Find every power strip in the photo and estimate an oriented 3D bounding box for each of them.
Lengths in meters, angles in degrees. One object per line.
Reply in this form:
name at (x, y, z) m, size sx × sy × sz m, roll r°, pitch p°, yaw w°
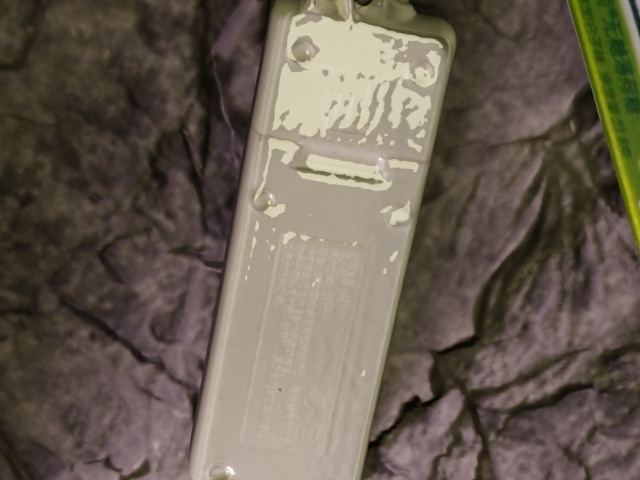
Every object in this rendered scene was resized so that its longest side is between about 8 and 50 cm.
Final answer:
power strip at (0.000, 0.000, 0.940) m, size 0.098 × 0.058 × 0.338 m, roll 10°, pitch 111°, yaw -6°

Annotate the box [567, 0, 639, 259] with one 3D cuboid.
box at (0.199, -0.074, 0.879) m, size 0.097 × 0.134 × 0.345 m, roll -33°, pitch 115°, yaw -32°
